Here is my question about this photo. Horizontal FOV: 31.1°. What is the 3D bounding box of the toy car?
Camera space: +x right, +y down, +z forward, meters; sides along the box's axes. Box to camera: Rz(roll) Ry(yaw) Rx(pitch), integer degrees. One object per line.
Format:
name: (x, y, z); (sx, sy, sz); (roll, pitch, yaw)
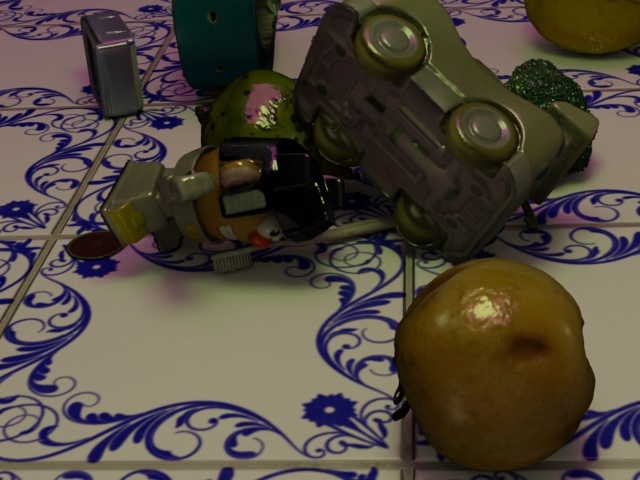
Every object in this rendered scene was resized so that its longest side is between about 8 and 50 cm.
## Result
toy car: (0.155, -0.168, 1.482); (0.226, 0.242, 0.336); (-34, 74, -32)

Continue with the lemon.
lemon: (0.516, -0.467, 2.111); (0.310, 0.254, 0.253); (5, 29, 10)

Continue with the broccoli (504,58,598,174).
broccoli: (0.325, -0.173, 1.678); (0.195, 0.195, 0.156); (-30, 0, -39)

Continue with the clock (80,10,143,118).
clock: (-0.372, -0.316, 2.047); (0.073, 0.145, 0.193); (-12, 29, -15)

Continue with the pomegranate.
pomegranate: (-0.059, -0.149, 1.657); (0.246, 0.198, 0.198); (-14, 28, -38)

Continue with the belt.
belt: (-0.166, -0.434, 2.079); (0.173, 0.300, 0.436); (1, 25, 6)

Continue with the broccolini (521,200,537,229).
broccolini: (0.258, -0.076, 1.617); (0.054, 0.052, 0.194); (-12, 29, -7)

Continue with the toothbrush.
toothbrush: (0.000, 0.000, 1.538); (0.307, 0.030, 0.025); (-13, 5, -20)

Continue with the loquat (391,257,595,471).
loquat: (0.161, 0.113, 1.123); (0.213, 0.213, 0.213); (-3, 28, 2)

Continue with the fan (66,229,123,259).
fan: (-0.288, -0.002, 1.597); (0.133, 0.005, 0.085); (-20, 31, -26)

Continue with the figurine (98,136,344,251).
figurine: (-0.116, -0.057, 1.462); (0.308, 0.143, 0.308); (-13, 8, 2)
